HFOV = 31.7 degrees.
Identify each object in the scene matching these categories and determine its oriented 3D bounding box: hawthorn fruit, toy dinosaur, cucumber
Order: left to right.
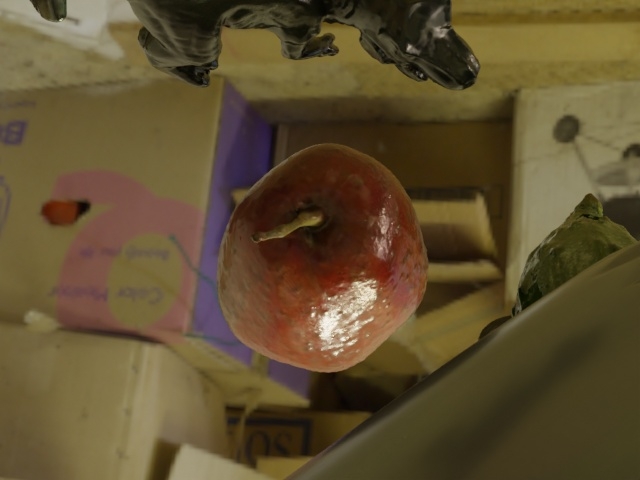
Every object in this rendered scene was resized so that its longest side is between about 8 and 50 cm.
[{"bbox_3d":[-0.018,-0.107,0.430,0.187,0.087,0.179,0,-179,-12],"label":"toy dinosaur"},{"bbox_3d":[0.000,0.000,0.782,0.163,0.162,0.203,5,156,2],"label":"hawthorn fruit"},{"bbox_3d":[0.188,0.062,0.748,0.134,0.244,0.134,2,136,2],"label":"cucumber"}]

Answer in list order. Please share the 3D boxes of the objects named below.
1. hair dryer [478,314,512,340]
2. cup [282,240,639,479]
[{"bbox_3d":[0.349,0.175,1.446,0.279,0.090,0.135,0,130,22],"label":"hair dryer"},{"bbox_3d":[0.122,0.153,0.469,0.372,0.253,0.253,-37,158,-2],"label":"cup"}]
